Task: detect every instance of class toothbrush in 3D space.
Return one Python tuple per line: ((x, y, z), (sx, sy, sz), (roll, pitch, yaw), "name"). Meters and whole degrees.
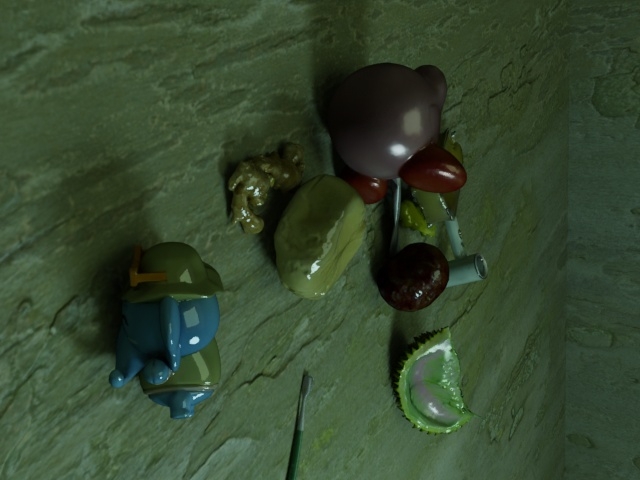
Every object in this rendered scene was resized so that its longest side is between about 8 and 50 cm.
((-0.044, 0.394, 1.436), (0.024, 0.018, 0.257), (25, 73, -64), "toothbrush")

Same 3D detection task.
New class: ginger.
((-0.089, -0.101, 1.237), (0.176, 0.052, 0.193), (38, 64, -61), "ginger")

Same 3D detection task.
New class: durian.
((0.283, 0.368, 1.825), (0.157, 0.169, 0.356), (-56, 135, -37), "durian")

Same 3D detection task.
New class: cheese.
((0.000, 0.000, 1.325), (0.226, 0.117, 0.214), (-60, 159, -16), "cheese")

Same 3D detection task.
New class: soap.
((0.296, -0.157, 1.795), (0.135, 0.076, 0.233), (59, 38, -35), "soap")

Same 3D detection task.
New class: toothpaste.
((0.164, -0.079, 1.666), (0.075, 0.048, 0.301), (-87, 172, -57), "toothpaste")

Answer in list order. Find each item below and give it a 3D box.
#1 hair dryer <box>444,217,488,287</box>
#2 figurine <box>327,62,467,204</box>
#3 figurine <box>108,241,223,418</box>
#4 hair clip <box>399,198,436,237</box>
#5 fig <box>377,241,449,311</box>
((0.353, 0.003, 1.956), (0.073, 0.131, 0.237), (-16, 90, -55), "hair dryer")
((0.122, -0.215, 1.396), (0.211, 0.269, 0.262), (6, 82, -54), "figurine")
((-0.204, 0.132, 0.999), (0.180, 0.153, 0.262), (-18, 107, -69), "figurine")
((0.234, -0.049, 1.783), (0.173, 0.046, 0.072), (32, 58, -54), "hair clip")
((0.230, 0.099, 1.718), (0.170, 0.145, 0.274), (-43, 156, 2), "fig")
